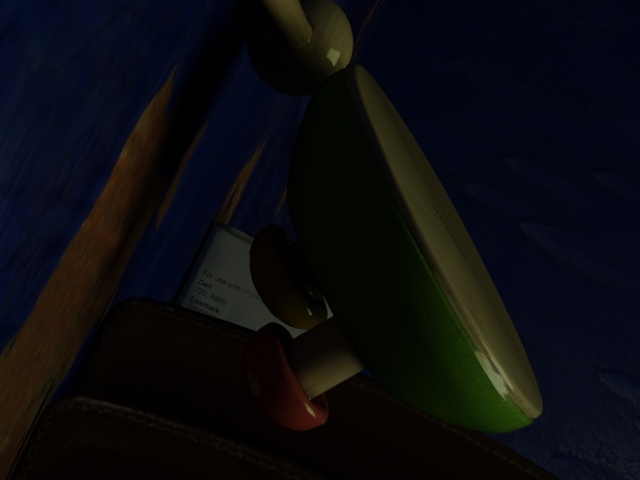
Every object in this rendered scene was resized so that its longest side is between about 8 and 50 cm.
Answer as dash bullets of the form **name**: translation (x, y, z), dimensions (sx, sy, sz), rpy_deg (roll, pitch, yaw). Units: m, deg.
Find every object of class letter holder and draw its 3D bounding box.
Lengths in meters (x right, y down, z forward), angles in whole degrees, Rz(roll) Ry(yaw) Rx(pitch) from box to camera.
- **letter holder**: translation (-0.004, 0.172, 0.764), dimensions (0.152, 0.302, 0.214), rpy_deg (-35, 150, -89)

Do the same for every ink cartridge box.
- **ink cartridge box**: translation (-0.090, 0.146, 1.305), dimensions (0.201, 0.117, 0.278), rpy_deg (114, 1, -80)

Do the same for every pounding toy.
- **pounding toy**: translation (0.000, 0.000, 0.789), dimensions (0.110, 0.237, 0.183), rpy_deg (-29, 178, 9)
